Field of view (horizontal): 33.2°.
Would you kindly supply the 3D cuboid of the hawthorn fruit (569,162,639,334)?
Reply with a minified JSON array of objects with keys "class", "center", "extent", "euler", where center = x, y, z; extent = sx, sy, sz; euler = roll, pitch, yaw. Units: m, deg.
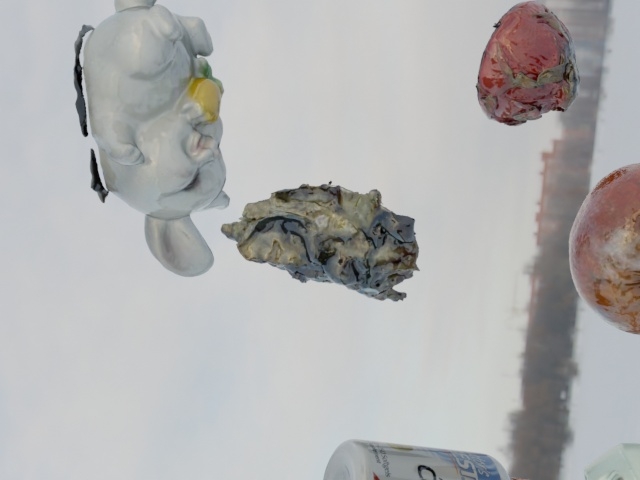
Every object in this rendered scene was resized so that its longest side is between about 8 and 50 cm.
[{"class":"hawthorn fruit","center":[0.441,-0.001,1.464],"extent":[0.263,0.231,0.235],"euler":[51,156,38]}]

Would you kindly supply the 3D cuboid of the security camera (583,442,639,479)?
[{"class":"security camera","center":[0.389,0.239,0.995],"extent":[0.194,0.236,0.194],"euler":[56,-168,-18]}]

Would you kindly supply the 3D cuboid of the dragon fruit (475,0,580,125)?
[{"class":"dragon fruit","center":[0.387,-0.295,1.857],"extent":[0.224,0.148,0.218],"euler":[6,-75,-55]}]

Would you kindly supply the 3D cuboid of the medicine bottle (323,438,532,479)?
[{"class":"medicine bottle","center":[0.157,0.361,1.459],"extent":[0.157,0.289,0.157],"euler":[-171,90,-72]}]

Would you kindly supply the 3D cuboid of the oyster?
[{"class":"oyster","center":[-0.010,-0.005,1.724],"extent":[0.096,0.361,0.221],"euler":[-50,-30,-48]}]

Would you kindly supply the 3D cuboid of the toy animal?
[{"class":"toy animal","center":[-0.185,-0.127,1.253],"extent":[0.208,0.154,0.325],"euler":[-79,-15,-46]}]
